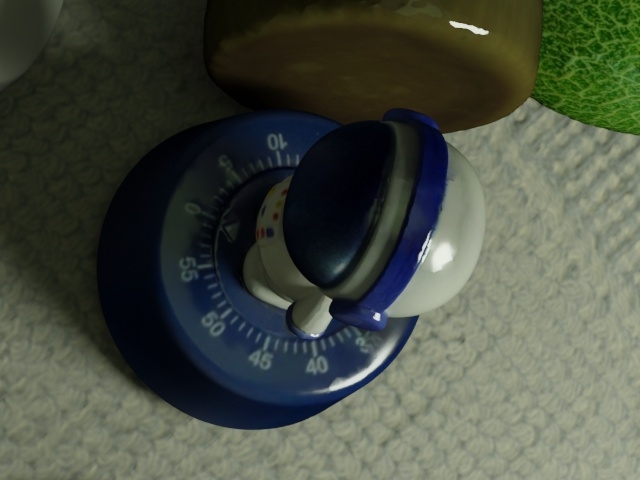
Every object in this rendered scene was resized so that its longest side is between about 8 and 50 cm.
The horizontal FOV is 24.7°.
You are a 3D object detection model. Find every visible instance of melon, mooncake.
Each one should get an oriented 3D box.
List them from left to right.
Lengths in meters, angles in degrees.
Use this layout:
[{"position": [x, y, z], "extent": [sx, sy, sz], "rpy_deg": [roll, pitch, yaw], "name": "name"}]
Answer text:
[{"position": [0.045, -0.198, 1.208], "extent": [0.284, 0.284, 0.155], "rpy_deg": [13, 74, -19], "name": "mooncake"}, {"position": [0.335, -0.243, 1.302], "extent": [0.331, 0.343, 0.226], "rpy_deg": [24, 69, -13], "name": "melon"}]

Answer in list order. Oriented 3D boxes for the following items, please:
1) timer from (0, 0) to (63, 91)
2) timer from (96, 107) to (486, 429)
[{"position": [-0.351, -0.235, 1.096], "extent": [0.285, 0.285, 0.285], "rpy_deg": [4, 80, -21], "name": "timer"}, {"position": [0.000, 0.000, 1.103], "extent": [0.270, 0.383, 0.270], "rpy_deg": [4, 79, -20], "name": "timer"}]
